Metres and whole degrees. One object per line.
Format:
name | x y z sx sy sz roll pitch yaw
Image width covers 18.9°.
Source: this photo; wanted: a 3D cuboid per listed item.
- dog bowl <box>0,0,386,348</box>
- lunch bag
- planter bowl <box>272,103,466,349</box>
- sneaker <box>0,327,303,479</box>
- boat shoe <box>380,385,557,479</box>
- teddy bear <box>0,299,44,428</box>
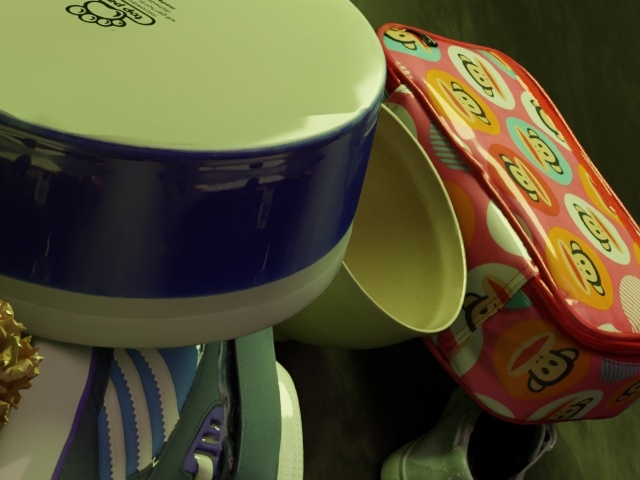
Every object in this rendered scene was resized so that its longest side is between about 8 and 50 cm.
dog bowl | -0.105 -0.067 0.917 0.265 0.265 0.104 -50 159 -57
lunch bag | 0.138 -0.009 1.356 0.258 0.120 0.293 7 45 -55
planter bowl | 0.000 0.000 1.192 0.162 0.109 0.162 37 40 -39
sneaker | -0.091 0.131 0.932 0.236 0.130 0.323 45 30 -25
boat shoe | 0.123 0.141 1.329 0.227 0.081 0.079 -28 95 -60
teddy bear | -0.186 0.117 0.687 0.113 0.245 0.338 -8 80 -47
